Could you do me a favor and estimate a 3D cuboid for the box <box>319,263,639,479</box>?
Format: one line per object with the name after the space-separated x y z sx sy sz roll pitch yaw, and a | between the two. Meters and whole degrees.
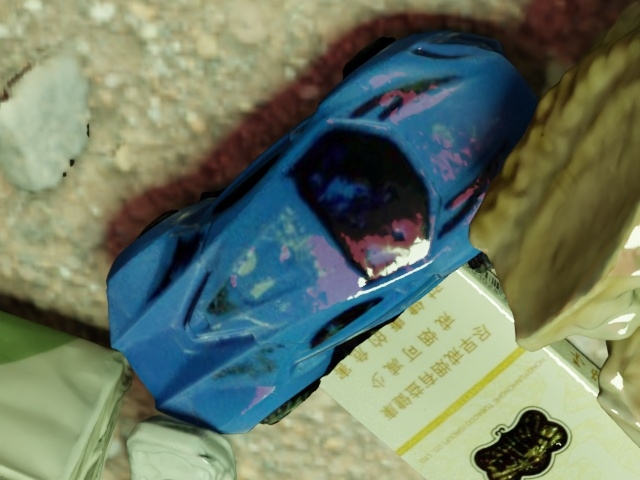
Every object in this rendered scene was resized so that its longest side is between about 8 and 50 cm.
0.080 0.077 0.811 0.167 0.024 0.090 41 116 -11 | box

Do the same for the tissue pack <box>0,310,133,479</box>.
-0.292 0.132 0.821 0.356 0.194 0.266 18 119 1 | tissue pack

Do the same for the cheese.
-0.057 0.160 0.843 0.127 0.050 0.235 18 139 13 | cheese

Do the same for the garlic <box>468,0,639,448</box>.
0.232 -0.018 0.654 0.325 0.132 0.279 13 118 -14 | garlic

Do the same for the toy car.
0.000 0.000 0.751 0.216 0.063 0.103 -38 86 26 | toy car
